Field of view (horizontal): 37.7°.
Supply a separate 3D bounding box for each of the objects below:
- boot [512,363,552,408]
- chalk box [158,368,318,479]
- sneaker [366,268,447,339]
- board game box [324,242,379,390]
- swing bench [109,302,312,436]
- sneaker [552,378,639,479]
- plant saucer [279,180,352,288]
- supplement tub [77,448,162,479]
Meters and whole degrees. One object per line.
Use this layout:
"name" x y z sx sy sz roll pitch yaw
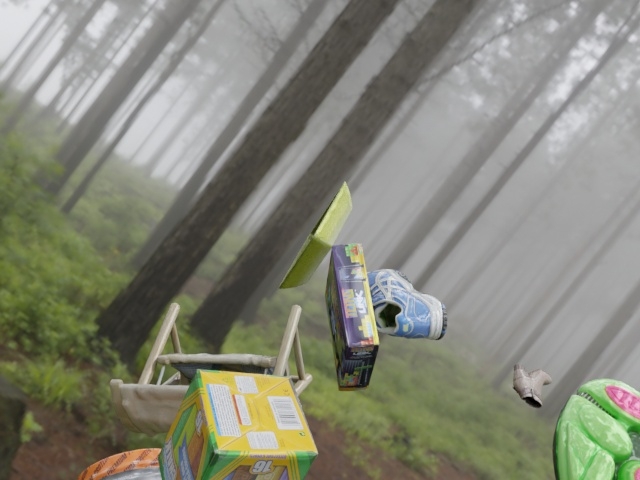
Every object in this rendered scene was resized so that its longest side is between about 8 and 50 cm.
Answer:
"boot" 0.433 0.301 1.896 0.118 0.042 0.087 22 40 -27
"chalk box" -0.114 0.279 1.139 0.132 0.213 0.132 9 34 -27
"sneaker" 0.100 0.093 1.406 0.081 0.080 0.211 -2 12 -29
"board game box" 0.043 0.113 1.367 0.141 0.048 0.170 95 -11 -55
"swing bench" -0.174 0.239 1.576 0.253 0.165 0.255 1 30 17
"sneaker" 0.365 0.389 1.044 0.483 0.185 0.202 68 -20 -1
"plant saucer" 0.000 0.000 1.909 0.045 0.188 0.188 32 45 -2
"supplement tub" -0.229 0.455 1.254 0.193 0.193 0.316 34 30 -52
